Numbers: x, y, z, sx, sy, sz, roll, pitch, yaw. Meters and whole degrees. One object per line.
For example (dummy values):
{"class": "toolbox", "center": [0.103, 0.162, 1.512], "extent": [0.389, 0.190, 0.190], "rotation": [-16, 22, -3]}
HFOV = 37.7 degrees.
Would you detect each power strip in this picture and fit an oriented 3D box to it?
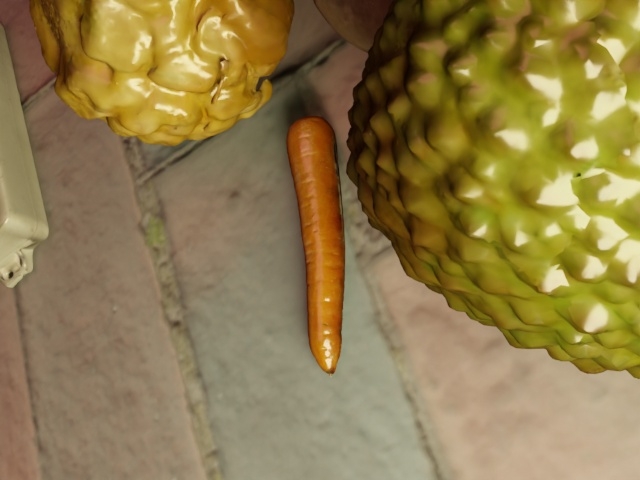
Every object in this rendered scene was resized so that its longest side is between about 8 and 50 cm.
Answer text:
{"class": "power strip", "center": [-0.335, -0.106, 0.903], "extent": [0.098, 0.058, 0.338], "rotation": [-34, 58, 20]}

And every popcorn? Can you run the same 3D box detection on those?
{"class": "popcorn", "center": [-0.121, -0.192, 0.698], "extent": [0.250, 0.190, 0.250], "rotation": [-10, 76, 47]}

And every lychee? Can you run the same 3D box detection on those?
{"class": "lychee", "center": [0.132, -0.077, 0.442], "extent": [0.270, 0.320, 0.270], "rotation": [-40, 28, 27]}

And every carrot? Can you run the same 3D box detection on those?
{"class": "carrot", "center": [0.000, 0.000, 0.655], "extent": [0.037, 0.037, 0.190], "rotation": [-16, 68, 29]}

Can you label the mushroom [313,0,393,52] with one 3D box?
{"class": "mushroom", "center": [0.049, -0.219, 0.592], "extent": [0.204, 0.204, 0.204], "rotation": [-12, 68, 30]}
